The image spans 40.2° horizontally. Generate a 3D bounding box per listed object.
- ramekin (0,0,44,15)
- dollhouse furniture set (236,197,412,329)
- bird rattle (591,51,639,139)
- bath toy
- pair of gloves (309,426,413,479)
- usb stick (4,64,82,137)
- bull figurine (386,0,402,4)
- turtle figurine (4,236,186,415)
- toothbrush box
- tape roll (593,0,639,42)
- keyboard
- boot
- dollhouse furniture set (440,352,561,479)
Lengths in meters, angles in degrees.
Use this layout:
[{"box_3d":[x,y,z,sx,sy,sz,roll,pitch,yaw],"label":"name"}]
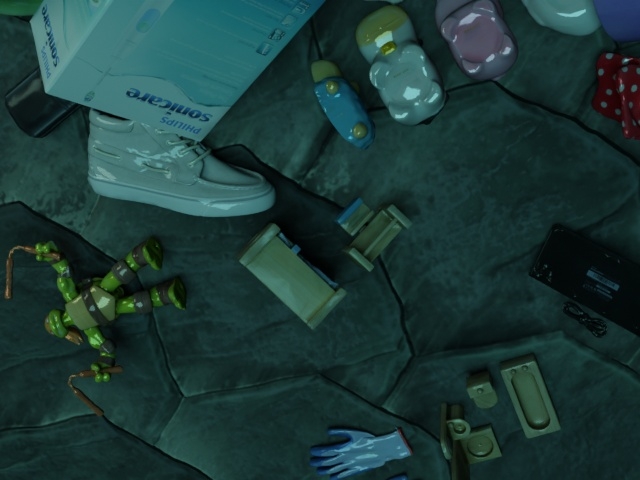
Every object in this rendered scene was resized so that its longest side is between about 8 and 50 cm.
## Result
[{"box_3d":[-0.292,-0.400,0.938,0.303,0.303,0.148,-38,80,20],"label":"ramekin"},{"box_3d":[0.000,0.000,1.149,0.129,0.129,0.183,44,86,-7],"label":"dollhouse furniture set"},{"box_3d":[0.454,-0.201,1.012,0.253,0.143,0.207,17,101,17],"label":"bird rattle"},{"box_3d":[0.164,-0.235,1.020,0.348,0.129,0.151,-25,86,16],"label":"bath toy"},{"box_3d":[0.075,0.358,1.307,0.159,0.023,0.198,-19,107,15],"label":"pair of gloves"},{"box_3d":[-0.299,-0.233,1.137,0.278,0.045,0.077,-33,95,19],"label":"usb stick"},{"box_3d":[0.070,-0.425,0.977,0.188,0.101,0.310,-19,108,12],"label":"bull figurine"},{"box_3d":[-0.302,0.098,1.237,0.217,0.087,0.269,-24,96,9],"label":"turtle figurine"},{"box_3d":[-0.151,-0.270,0.974,0.216,0.126,0.295,13,134,-43],"label":"toothbrush box"},{"box_3d":[0.350,-0.306,0.915,0.080,0.189,0.189,3,113,38],"label":"tape roll"},{"box_3d":[0.354,0.064,1.110,0.180,0.023,0.108,32,110,30],"label":"keyboard"},{"box_3d":[-0.183,-0.111,1.134,0.258,0.095,0.123,7,118,7],"label":"boot"},{"box_3d":[0.244,0.262,1.189,0.151,0.123,0.144,-19,106,15],"label":"dollhouse furniture set"}]
